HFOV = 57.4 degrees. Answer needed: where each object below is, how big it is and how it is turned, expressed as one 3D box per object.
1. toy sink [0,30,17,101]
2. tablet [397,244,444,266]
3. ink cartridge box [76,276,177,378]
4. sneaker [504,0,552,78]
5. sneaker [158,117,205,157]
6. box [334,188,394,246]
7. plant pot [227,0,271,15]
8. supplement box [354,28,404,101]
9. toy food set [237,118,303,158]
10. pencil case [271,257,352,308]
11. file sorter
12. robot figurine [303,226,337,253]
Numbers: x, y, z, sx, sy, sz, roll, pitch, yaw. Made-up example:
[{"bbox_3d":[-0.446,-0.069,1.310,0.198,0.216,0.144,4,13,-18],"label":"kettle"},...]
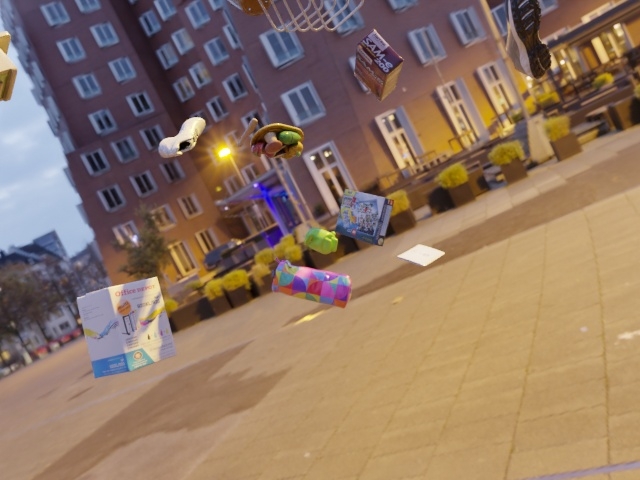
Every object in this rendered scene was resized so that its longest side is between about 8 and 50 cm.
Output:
[{"bbox_3d":[-0.979,-0.483,1.702,0.152,0.131,0.234,-40,2,44],"label":"toy sink"},{"bbox_3d":[0.176,0.025,1.021,0.054,0.006,0.083,19,26,31],"label":"tablet"},{"bbox_3d":[-0.543,0.241,1.641,0.168,0.233,0.171,-18,-4,36],"label":"ink cartridge box"},{"bbox_3d":[0.542,-0.564,1.597,0.100,0.272,0.108,-40,39,-11],"label":"sneaker"},{"bbox_3d":[-0.321,-0.246,1.419,0.061,0.054,0.152,11,47,31],"label":"sneaker"},{"bbox_3d":[0.146,-0.082,2.007,0.044,0.159,0.233,10,6,-34],"label":"box"},{"bbox_3d":[-0.278,-0.983,2.252,0.236,0.254,0.237,-15,-39,-12],"label":"plant pot"},{"bbox_3d":[0.172,-0.523,1.775,0.073,0.130,0.239,-42,-5,-3],"label":"supplement box"},{"bbox_3d":[-0.133,-0.276,1.728,0.217,0.071,0.128,3,-36,-43],"label":"toy food set"},{"bbox_3d":[-0.026,0.123,1.669,0.236,0.105,0.104,14,7,3],"label":"pencil case"},{"bbox_3d":[-0.038,-0.748,1.776,0.193,0.173,0.277,-47,39,-19],"label":"file sorter"},{"bbox_3d":[0.000,0.000,1.748,0.101,0.067,0.115,-8,22,-39],"label":"robot figurine"}]
